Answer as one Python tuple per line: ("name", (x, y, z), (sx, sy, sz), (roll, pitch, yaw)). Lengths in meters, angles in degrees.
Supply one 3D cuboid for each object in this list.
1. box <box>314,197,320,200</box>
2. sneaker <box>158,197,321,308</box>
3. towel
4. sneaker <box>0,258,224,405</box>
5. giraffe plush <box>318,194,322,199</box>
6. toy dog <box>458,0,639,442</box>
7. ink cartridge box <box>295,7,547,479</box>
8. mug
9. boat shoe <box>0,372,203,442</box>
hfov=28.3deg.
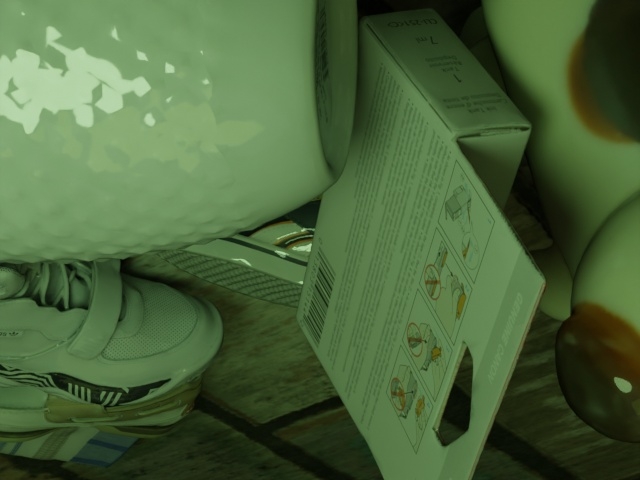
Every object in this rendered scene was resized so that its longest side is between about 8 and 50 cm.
("box", (-0.067, -0.061, 1.153), (0.169, 0.054, 0.059), (-12, 146, 5))
("sneaker", (0.000, 0.000, 1.210), (0.321, 0.127, 0.126), (14, 164, 12))
("towel", (-0.343, 0.212, 1.508), (0.285, 0.034, 0.209), (14, 140, -29))
("sneaker", (-0.255, 0.048, 1.196), (0.366, 0.137, 0.210), (7, 146, -15))
("giraffe plush", (-0.064, -0.082, 1.042), (0.210, 0.181, 0.170), (22, 144, -27))
("toy dog", (0.258, -0.045, 0.844), (0.285, 0.407, 0.395), (-11, 146, 4))
("ink cartridge box", (0.077, 0.037, 0.870), (0.066, 0.261, 0.296), (-10, 136, -23))
("mug", (-0.150, -0.168, 0.785), (0.328, 0.276, 0.374), (2, 103, 10))
("boat shoe", (-0.271, 0.151, 1.377), (0.302, 0.113, 0.103), (5, 143, -36))
